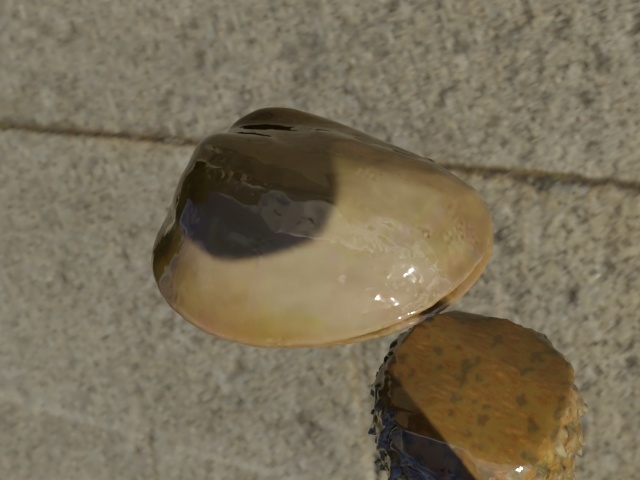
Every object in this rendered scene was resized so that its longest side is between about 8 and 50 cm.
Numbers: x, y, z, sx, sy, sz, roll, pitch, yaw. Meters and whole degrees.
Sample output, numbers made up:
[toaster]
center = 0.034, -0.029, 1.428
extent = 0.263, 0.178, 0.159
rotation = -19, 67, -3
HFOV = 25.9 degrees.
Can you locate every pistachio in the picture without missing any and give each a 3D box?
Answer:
[pistachio]
center = 0.000, 0.000, 1.101
extent = 0.260, 0.213, 0.163
rotation = 13, 155, 23

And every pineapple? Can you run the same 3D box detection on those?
[pineapple]
center = 0.150, 0.227, 1.343
extent = 0.202, 0.202, 0.362
rotation = 31, 150, 27
